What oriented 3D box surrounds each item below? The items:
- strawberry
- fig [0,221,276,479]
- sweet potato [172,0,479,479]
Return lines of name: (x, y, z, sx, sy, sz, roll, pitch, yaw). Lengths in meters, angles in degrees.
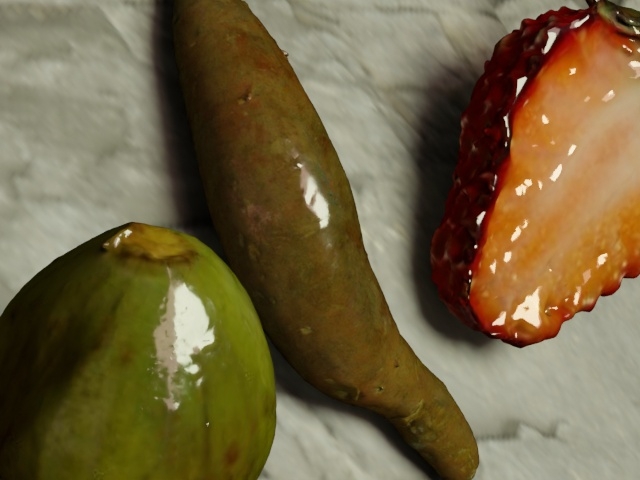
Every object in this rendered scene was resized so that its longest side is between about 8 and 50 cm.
strawberry: (0.135, -0.044, 1.083, 0.236, 0.111, 0.190, -52, 126, -17)
fig: (-0.089, 0.069, 0.771, 0.144, 0.166, 0.154, 23, 20, 1)
sweet potato: (-0.001, 0.006, 0.936, 0.346, 0.079, 0.108, 62, 31, -12)
